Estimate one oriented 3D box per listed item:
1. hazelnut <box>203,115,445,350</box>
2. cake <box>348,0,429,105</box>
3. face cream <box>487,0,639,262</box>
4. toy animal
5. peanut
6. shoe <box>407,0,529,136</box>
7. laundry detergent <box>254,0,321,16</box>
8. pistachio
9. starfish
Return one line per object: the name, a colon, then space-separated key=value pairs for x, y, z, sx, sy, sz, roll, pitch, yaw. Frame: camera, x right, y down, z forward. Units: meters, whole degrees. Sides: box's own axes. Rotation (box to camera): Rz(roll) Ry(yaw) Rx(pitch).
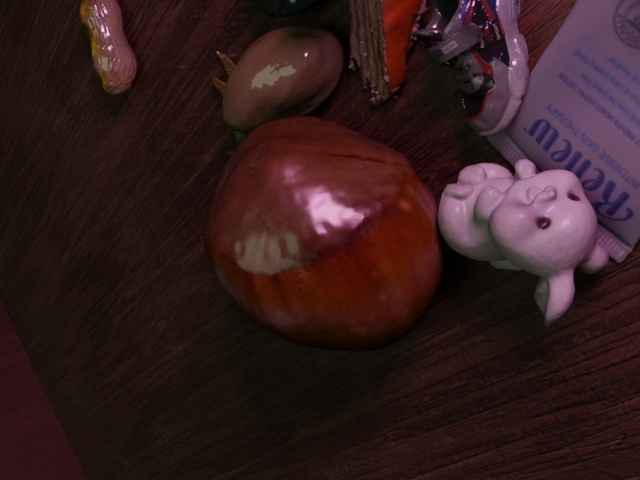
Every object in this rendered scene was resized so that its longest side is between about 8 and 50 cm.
hazelnut: x=0.000 y=0.000 z=1.039 sx=0.372 sy=0.315 sz=0.372 roll=53 pitch=165 yaw=21
cake: x=0.097 y=-0.305 z=0.971 sx=0.098 sy=0.135 sz=0.287 roll=39 pitch=150 yaw=21
face cream: x=0.347 y=-0.178 z=0.763 sx=0.235 sy=0.137 sz=0.420 roll=47 pitch=145 yaw=19
toy animal: x=0.247 y=-0.009 z=0.885 sx=0.193 sy=0.127 sz=0.178 roll=29 pitch=150 yaw=45
peanut: x=-0.425 y=-0.398 z=1.450 sx=0.087 sy=0.087 sz=0.206 roll=-7 pitch=99 yaw=46
shoe: x=0.173 y=-0.236 z=0.867 sx=0.099 sy=0.126 sz=0.227 roll=-162 pitch=64 yaw=-66
laundry detergent: x=-0.016 y=-0.415 z=1.039 sx=0.222 sy=0.078 sz=0.144 roll=-7 pitch=101 yaw=44
pistachio: x=-0.062 y=-0.247 z=1.106 sx=0.226 sy=0.136 sz=0.135 roll=-33 pitch=81 yaw=31
starfish: x=-0.128 y=-0.247 z=1.233 sx=0.223 sy=0.050 sz=0.217 roll=45 pitch=117 yaw=27
